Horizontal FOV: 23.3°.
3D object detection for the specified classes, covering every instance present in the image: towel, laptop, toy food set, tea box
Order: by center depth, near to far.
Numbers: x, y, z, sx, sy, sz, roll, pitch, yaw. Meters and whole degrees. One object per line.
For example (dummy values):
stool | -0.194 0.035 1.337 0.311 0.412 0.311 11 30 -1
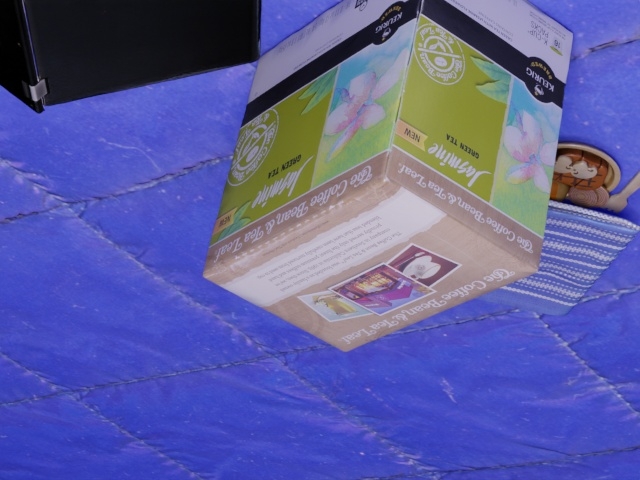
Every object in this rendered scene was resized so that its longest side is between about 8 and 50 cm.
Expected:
tea box | 0.075 -0.094 1.718 0.220 0.323 0.329 29 145 -27
laptop | -0.295 -0.348 1.722 0.408 0.236 0.382 35 154 16
toy food set | 0.312 -0.077 1.947 0.192 0.038 0.132 17 149 -10
towel | 0.264 0.023 2.091 0.243 0.040 0.336 12 158 -3
